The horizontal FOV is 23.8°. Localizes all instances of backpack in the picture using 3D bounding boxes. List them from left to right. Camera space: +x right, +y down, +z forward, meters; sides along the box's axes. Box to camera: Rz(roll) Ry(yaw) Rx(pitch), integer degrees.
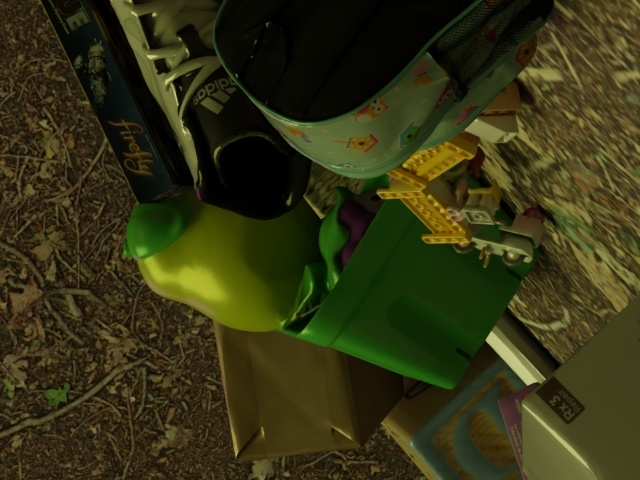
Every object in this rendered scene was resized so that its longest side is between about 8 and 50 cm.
[{"bbox_3d":[0.035,-0.135,0.970,0.166,0.188,0.144,44,172,32],"label":"backpack"}]

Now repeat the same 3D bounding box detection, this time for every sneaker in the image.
[{"bbox_3d":[-0.101,-0.205,1.297,0.257,0.169,0.447,57,173,52],"label":"sneaker"}]

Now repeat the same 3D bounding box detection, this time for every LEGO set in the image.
[{"bbox_3d":[0.120,-0.086,1.283,0.132,0.107,0.287,10,156,16],"label":"LEGO set"}]

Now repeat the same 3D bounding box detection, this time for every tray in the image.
[{"bbox_3d":[0.210,0.093,1.929,0.270,0.030,0.145,47,175,8],"label":"tray"}]

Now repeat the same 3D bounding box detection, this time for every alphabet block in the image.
[{"bbox_3d":[0.217,0.261,2.168,0.192,0.193,0.197,52,173,-16],"label":"alphabet block"}]

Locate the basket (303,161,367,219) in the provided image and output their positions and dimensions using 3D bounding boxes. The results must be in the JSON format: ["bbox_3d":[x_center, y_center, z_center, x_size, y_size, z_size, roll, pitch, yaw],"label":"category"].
[{"bbox_3d":[-0.005,-0.100,1.865,0.103,0.113,0.167,47,175,-25],"label":"basket"}]

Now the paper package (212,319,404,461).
[{"bbox_3d":[-0.015,0.109,2.021,0.325,0.168,0.309,-29,-70,-74],"label":"paper package"}]

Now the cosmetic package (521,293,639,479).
[{"bbox_3d":[0.307,0.209,1.394,0.217,0.156,0.385,47,173,15],"label":"cosmetic package"}]

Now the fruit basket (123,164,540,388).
[{"bbox_3d":[0.000,0.000,1.600,0.392,0.283,0.392,33,175,3],"label":"fruit basket"}]

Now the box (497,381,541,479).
[{"bbox_3d":[0.307,0.314,1.675,0.201,0.057,0.293,27,-141,-50],"label":"box"}]

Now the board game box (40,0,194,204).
[{"bbox_3d":[-0.196,-0.152,1.450,0.165,0.042,0.243,-49,-66,-87],"label":"board game box"}]
